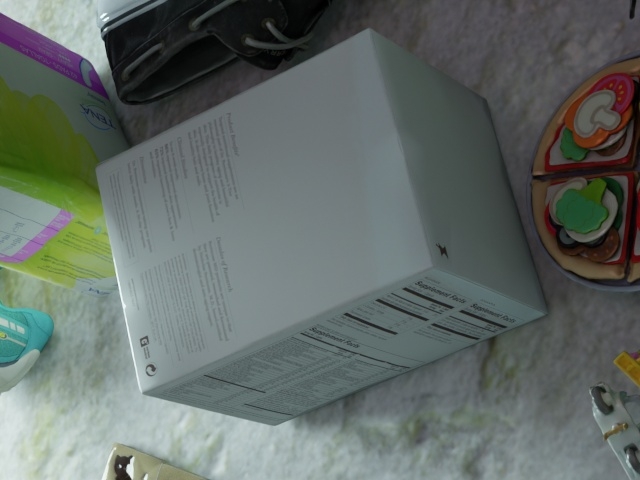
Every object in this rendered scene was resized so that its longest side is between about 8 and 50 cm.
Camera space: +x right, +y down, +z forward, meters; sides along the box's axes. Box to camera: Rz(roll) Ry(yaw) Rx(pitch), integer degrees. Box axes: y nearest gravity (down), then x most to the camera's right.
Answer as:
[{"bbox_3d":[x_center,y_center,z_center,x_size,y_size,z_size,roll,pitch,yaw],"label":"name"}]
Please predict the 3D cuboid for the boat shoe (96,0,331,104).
[{"bbox_3d":[-0.050,-0.201,1.625,0.335,0.121,0.119,-20,76,38],"label":"boat shoe"}]

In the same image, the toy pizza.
[{"bbox_3d":[0.239,-0.059,1.429,0.201,0.032,0.201,-17,60,32],"label":"toy pizza"}]

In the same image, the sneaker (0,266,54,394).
[{"bbox_3d":[-0.350,0.037,1.763,0.110,0.107,0.275,-45,63,-8],"label":"sneaker"}]

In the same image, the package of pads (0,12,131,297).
[{"bbox_3d":[-0.264,-0.084,1.603,0.101,0.296,0.229,-34,63,18],"label":"package of pads"}]

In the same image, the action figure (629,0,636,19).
[{"bbox_3d":[0.311,-0.281,1.397,0.275,0.141,0.164,-38,63,14],"label":"action figure"}]

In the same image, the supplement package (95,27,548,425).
[{"bbox_3d":[0.000,0.000,1.481,0.262,0.198,0.199,-24,66,25],"label":"supplement package"}]

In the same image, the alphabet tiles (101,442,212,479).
[{"bbox_3d":[-0.162,0.359,1.605,0.285,0.011,0.343,16,87,34],"label":"alphabet tiles"}]

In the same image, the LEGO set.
[{"bbox_3d":[0.325,0.061,1.350,0.287,0.107,0.132,-23,97,19],"label":"LEGO set"}]
